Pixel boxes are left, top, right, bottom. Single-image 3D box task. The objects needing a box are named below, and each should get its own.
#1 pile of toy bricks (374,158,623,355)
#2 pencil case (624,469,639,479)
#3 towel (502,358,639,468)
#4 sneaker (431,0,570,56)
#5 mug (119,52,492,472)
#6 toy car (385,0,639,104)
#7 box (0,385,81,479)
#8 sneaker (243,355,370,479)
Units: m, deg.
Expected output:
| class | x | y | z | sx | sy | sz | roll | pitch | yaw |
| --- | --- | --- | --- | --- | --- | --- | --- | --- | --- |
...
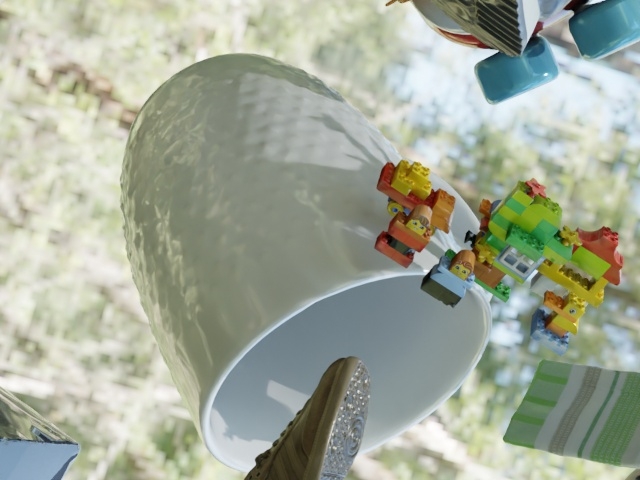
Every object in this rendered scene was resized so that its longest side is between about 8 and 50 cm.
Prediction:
| class | x | y | z | sx | sy | sz | roll | pitch | yaw |
| --- | --- | --- | --- | --- | --- | --- | --- | --- | --- |
| pile of toy bricks | 0.151 | -0.005 | 1.509 | 0.105 | 0.212 | 0.118 | -52 | -168 | 33 |
| pencil case | 0.433 | 0.378 | 1.883 | 0.183 | 0.160 | 0.410 | -56 | -131 | 44 |
| towel | 0.246 | 0.148 | 1.657 | 0.113 | 0.152 | 0.023 | -54 | 144 | -46 |
| sneaker | 0.114 | -0.203 | 0.931 | 0.131 | 0.112 | 0.319 | -48 | 175 | -11 |
| mug | 0.000 | 0.000 | 1.753 | 0.276 | 0.374 | 0.328 | -58 | -134 | 36 |
| toy car | 0.122 | -0.223 | 1.572 | 0.210 | 0.219 | 0.238 | -23 | 180 | 42 |
| box | -0.428 | 0.219 | 1.532 | 0.343 | 0.312 | 0.179 | -57 | 160 | 3 |
| sneaker | -0.023 | 0.167 | 1.374 | 0.188 | 0.071 | 0.066 | -71 | 156 | -15 |
